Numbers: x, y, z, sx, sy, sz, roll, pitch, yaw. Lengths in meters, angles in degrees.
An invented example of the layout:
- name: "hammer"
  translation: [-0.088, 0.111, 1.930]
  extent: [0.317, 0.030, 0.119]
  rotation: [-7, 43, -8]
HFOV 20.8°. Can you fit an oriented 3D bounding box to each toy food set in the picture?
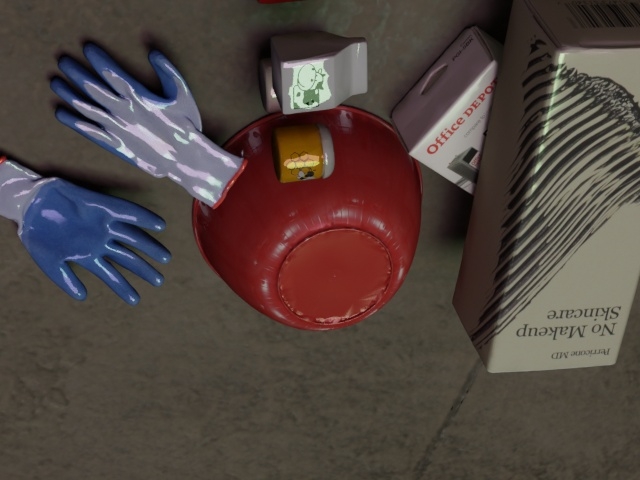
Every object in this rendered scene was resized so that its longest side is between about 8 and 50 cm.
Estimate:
- name: "toy food set"
  translation: [0.014, -0.155, 1.189]
  extent: [0.105, 0.111, 0.232]
  rotation: [-8, 123, -9]

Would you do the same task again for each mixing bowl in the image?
- name: "mixing bowl"
  translation: [0.000, 0.000, 1.304]
  extent: [0.181, 0.098, 0.181]
  rotation: [-7, 125, -9]

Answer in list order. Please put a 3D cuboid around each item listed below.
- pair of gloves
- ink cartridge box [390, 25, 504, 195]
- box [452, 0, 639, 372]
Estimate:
- name: "pair of gloves"
  translation: [-0.151, -0.046, 1.259]
  extent: [0.159, 0.023, 0.198]
  rotation: [34, 112, -19]
- name: "ink cartridge box"
  translation: [0.136, -0.082, 1.308]
  extent: [0.135, 0.056, 0.099]
  rotation: [29, 113, -30]
- name: "box"
  translation: [0.177, -0.040, 1.252]
  extent: [0.113, 0.094, 0.275]
  rotation: [-4, 125, -14]
